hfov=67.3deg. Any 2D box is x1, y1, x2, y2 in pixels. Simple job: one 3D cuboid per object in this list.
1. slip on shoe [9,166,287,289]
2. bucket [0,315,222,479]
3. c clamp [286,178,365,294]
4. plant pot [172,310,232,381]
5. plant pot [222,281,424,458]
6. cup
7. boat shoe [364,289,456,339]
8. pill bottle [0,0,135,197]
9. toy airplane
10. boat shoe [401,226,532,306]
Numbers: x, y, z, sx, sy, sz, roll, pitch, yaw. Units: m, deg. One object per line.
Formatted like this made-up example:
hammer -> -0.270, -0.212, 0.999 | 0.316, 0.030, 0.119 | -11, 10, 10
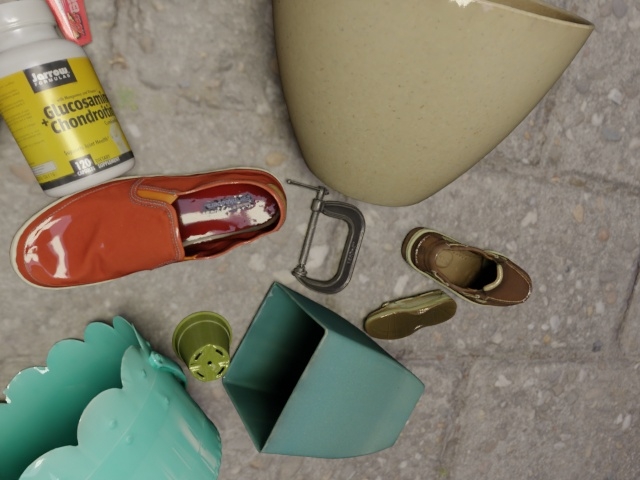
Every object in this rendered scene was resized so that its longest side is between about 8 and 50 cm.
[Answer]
slip on shoe -> -0.194, -0.018, 0.578 | 0.331, 0.101, 0.123 | -14, 109, -16
bucket -> -0.258, 0.240, 0.527 | 0.281, 0.281, 0.183 | -38, 114, -9
c clamp -> 0.000, 0.000, 0.699 | 0.137, 0.022, 0.161 | 6, 99, -27
plant pot -> -0.153, 0.147, 0.642 | 0.083, 0.079, 0.084 | -4, 104, -19
plant pot -> 0.021, 0.197, 0.677 | 0.234, 0.165, 0.166 | 27, 92, -31
cup -> 0.089, -0.182, 0.556 | 0.330, 0.331, 0.237 | 1, 127, -21
boat shoe -> 0.139, 0.115, 0.768 | 0.152, 0.048, 0.056 | -16, 120, -9
pill bottle -> -0.283, -0.147, 0.512 | 0.103, 0.103, 0.184 | -24, 110, -14
toy airplane -> -0.264, -0.298, 0.523 | 0.151, 0.028, 0.151 | -7, 111, -20
boat shoe -> 0.252, 0.058, 0.763 | 0.257, 0.095, 0.095 | 17, 96, -23
